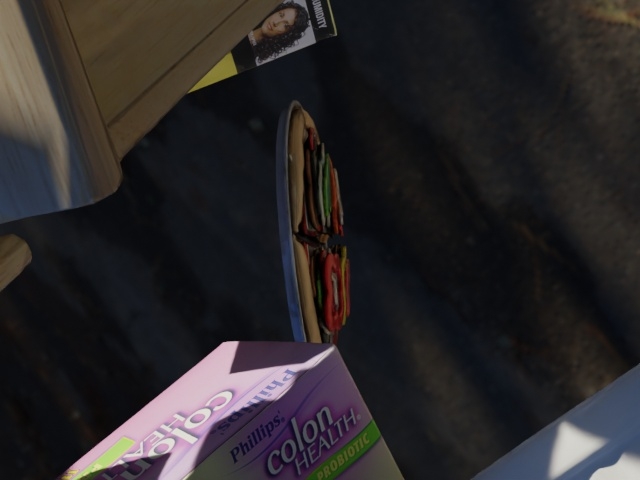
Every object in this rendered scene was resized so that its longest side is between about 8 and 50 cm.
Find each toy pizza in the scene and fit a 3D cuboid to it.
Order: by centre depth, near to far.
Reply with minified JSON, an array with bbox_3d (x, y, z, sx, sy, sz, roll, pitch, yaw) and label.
[{"bbox_3d":[0.000,0.000,1.163,0.201,0.032,0.201,-5,-90,-83],"label":"toy pizza"}]

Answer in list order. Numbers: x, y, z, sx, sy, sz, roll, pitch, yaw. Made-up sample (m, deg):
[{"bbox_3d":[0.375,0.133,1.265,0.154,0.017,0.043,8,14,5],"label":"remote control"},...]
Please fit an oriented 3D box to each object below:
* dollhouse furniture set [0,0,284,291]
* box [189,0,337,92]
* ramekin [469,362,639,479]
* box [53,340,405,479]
[{"bbox_3d":[-0.234,-0.101,0.637,0.394,0.256,0.362,-11,110,20],"label":"dollhouse furniture set"},{"bbox_3d":[-0.113,-0.118,0.910,0.087,0.232,0.058,75,171,-45],"label":"box"},{"bbox_3d":[0.204,0.124,0.873,0.127,0.273,0.273,58,157,13],"label":"ramekin"},{"bbox_3d":[-0.044,0.217,0.958,0.117,0.213,0.243,-2,120,51],"label":"box"}]
